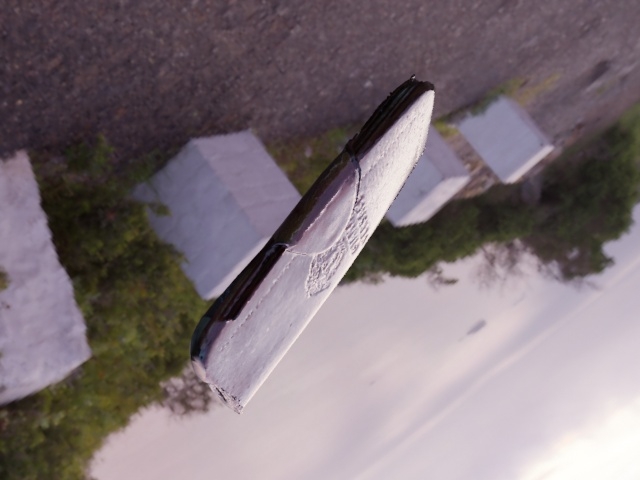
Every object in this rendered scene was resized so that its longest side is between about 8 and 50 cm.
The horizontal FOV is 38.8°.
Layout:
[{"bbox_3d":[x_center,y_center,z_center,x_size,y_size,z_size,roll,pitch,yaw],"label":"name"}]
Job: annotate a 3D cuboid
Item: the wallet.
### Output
[{"bbox_3d":[0.000,0.000,0.634,0.255,0.031,0.137,-54,164,-17],"label":"wallet"}]
